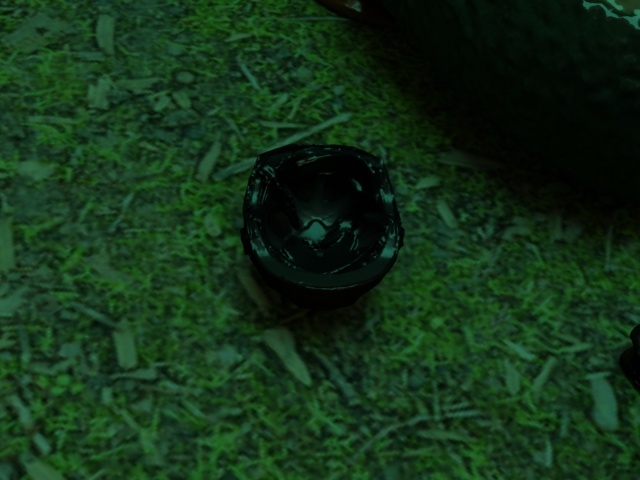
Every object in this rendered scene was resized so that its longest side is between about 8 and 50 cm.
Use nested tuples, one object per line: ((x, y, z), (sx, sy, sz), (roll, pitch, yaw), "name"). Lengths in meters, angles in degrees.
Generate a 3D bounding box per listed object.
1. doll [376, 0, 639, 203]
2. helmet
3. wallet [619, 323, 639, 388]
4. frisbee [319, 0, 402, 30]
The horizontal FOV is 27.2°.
((0.169, -0.188, 0.907), (0.247, 0.247, 0.349), (-31, 56, -34), "doll")
((0.000, 0.000, 0.809), (0.098, 0.070, 0.123), (-1, 53, -3), "helmet")
((0.275, 0.115, 0.779), (0.110, 0.031, 0.198), (-18, 52, -25), "wallet")
((0.065, -0.240, 1.080), (0.192, 0.035, 0.192), (5, 45, -5), "frisbee")
